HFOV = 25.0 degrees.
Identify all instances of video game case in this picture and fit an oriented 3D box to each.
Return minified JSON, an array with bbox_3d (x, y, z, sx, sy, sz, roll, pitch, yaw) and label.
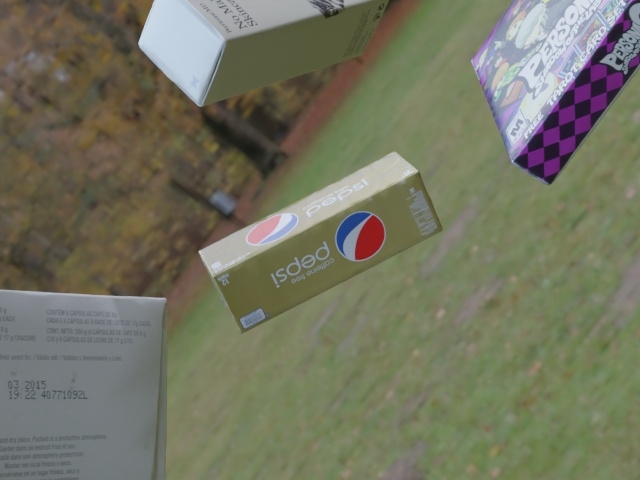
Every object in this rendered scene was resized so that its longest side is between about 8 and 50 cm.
[{"bbox_3d":[0.201,-0.179,1.047,0.232,0.042,0.210,-55,17,22],"label":"video game case"}]

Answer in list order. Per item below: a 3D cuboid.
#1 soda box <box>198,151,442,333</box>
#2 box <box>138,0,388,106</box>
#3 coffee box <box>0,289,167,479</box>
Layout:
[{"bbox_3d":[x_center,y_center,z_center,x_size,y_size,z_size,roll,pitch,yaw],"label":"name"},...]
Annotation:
[{"bbox_3d":[0.000,0.000,1.144,0.181,0.058,0.061,-27,24,-5],"label":"soda box"},{"bbox_3d":[-0.057,-0.243,1.591,0.275,0.113,0.094,-26,-28,-45],"label":"box"},{"bbox_3d":[-0.383,0.226,1.435,0.334,0.338,0.338,-7,80,43],"label":"coffee box"}]
